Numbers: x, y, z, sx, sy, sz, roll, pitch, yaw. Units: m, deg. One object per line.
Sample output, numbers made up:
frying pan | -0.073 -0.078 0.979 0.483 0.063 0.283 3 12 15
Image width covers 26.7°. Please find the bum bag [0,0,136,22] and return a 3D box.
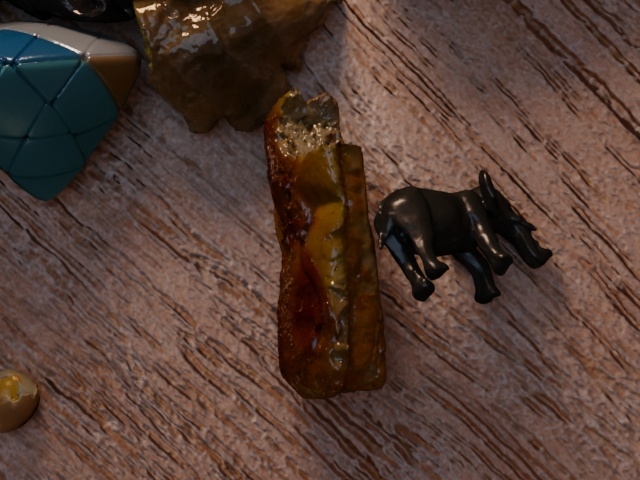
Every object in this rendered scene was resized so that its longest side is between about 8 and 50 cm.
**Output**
bum bag | -0.389 -0.347 1.762 0.340 0.144 0.095 18 108 12

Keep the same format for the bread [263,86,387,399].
bread | 0.000 0.000 1.619 0.109 0.185 0.381 -3 82 -15

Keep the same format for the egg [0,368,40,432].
egg | -0.401 0.207 1.730 0.071 0.071 0.083 36 93 13

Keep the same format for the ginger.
ginger | -0.093 -0.251 1.700 0.270 0.123 0.219 -17 104 -1

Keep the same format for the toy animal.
toy animal | 0.171 -0.009 1.593 0.114 0.245 0.146 -47 50 31

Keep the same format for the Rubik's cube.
Rubik's cube | -0.331 -0.166 1.711 0.254 0.254 0.255 -1 83 11
